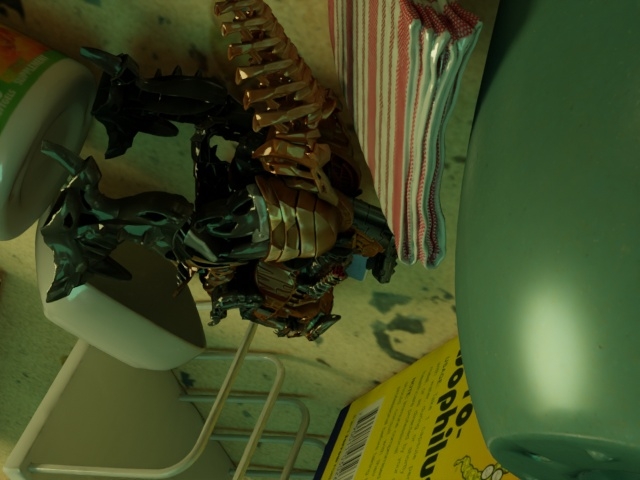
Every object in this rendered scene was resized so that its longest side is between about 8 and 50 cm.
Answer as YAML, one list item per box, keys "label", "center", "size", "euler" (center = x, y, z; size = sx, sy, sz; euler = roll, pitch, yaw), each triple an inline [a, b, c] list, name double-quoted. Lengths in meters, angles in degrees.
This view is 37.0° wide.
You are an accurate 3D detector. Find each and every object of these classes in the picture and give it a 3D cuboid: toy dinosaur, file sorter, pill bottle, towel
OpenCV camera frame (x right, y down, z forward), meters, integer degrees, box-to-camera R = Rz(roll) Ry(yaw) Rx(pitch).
- label: "toy dinosaur"
  center: [-0.048, -0.041, 0.616]
  size: [0.218, 0.164, 0.322]
  euler: [10, 127, 4]
- label: "file sorter"
  center: [-0.104, 0.211, 0.864]
  size: [0.173, 0.193, 0.278]
  euler: [-3, 132, 26]
- label: "pill bottle"
  center: [-0.294, -0.111, 0.659]
  size: [0.245, 0.136, 0.136]
  euler: [26, 140, -1]
- label: "towel"
  center: [0.033, -0.101, 0.479]
  size: [0.029, 0.197, 0.144]
  euler: [-8, 137, -7]

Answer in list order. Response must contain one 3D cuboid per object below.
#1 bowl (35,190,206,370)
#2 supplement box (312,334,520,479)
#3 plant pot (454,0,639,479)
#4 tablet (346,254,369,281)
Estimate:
- label: "bowl"
  center: [-0.161, 0.038, 0.736]
  size: [0.142, 0.142, 0.053]
  euler: [35, 104, -32]
- label: "supplement box"
  center: [0.150, 0.191, 0.705]
  size: [0.194, 0.195, 0.356]
  euler: [35, 138, -11]
- label: "plant pot"
  center: [0.187, 0.004, 0.385]
  size: [0.293, 0.235, 0.293]
  euler: [19, 161, 7]
- label: "tablet"
  center: [0.000, 0.000, 0.725]
  size: [0.083, 0.006, 0.054]
  euler: [20, 139, 5]
